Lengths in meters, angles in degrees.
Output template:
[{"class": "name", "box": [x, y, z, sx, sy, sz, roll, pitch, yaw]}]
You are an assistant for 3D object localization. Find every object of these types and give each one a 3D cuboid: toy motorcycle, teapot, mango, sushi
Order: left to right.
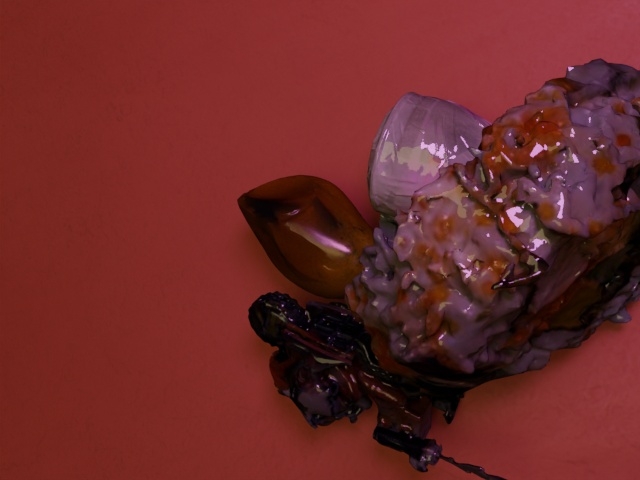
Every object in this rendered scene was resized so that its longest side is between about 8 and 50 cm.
[{"class": "mango", "box": [0.000, 0.000, 0.926, 0.136, 0.166, 0.236, -33, 30, -14]}, {"class": "toy motorcycle", "box": [0.075, 0.204, 0.894, 0.400, 0.134, 0.207, 15, 125, 26]}, {"class": "teapot", "box": [0.155, -0.065, 0.852, 0.178, 0.163, 0.222, 19, 97, 21]}, {"class": "sushi", "box": [0.223, 0.000, 0.689, 0.417, 0.417, 0.176, -47, 57, 20]}]
